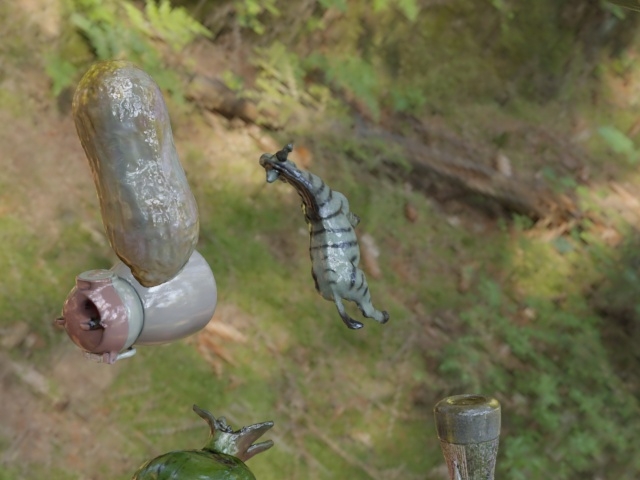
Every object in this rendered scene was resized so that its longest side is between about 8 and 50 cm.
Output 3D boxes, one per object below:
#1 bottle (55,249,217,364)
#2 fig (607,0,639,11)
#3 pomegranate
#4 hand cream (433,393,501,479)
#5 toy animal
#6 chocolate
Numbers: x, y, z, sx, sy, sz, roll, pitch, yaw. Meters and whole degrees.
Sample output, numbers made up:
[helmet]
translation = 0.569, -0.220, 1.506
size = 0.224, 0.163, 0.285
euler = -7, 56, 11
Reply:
[bottle]
translation = -0.275, 0.093, 1.898
size = 0.147, 0.147, 0.236
euler = 45, 34, 19
[fig]
translation = 0.264, -0.291, 0.867
size = 0.316, 0.316, 0.316
euler = 34, 18, -13
[pomegranate]
translation = -0.123, 0.265, 1.428
size = 0.152, 0.191, 0.131
euler = 12, -40, 32
[hand cream]
translation = 0.188, 0.297, 1.640
size = 0.084, 0.203, 0.084
euler = -4, 8, 1
[toy animal]
translation = 0.005, -0.003, 1.497
size = 0.176, 0.073, 0.217
euler = 22, 48, -70
[chocolate]
translation = -0.240, -0.090, 1.738
size = 0.134, 0.134, 0.309
euler = -46, 125, -72
